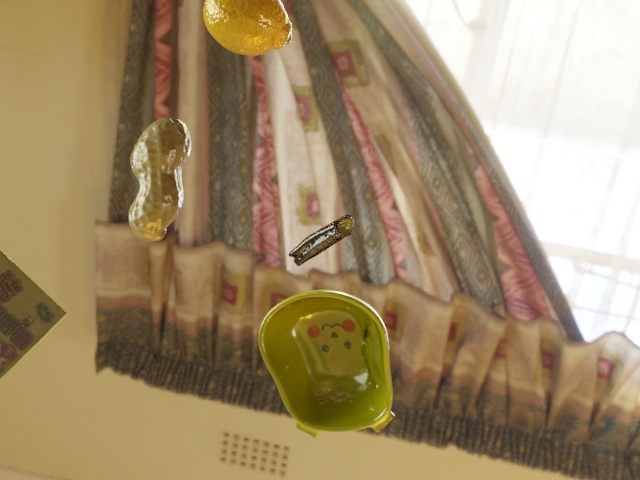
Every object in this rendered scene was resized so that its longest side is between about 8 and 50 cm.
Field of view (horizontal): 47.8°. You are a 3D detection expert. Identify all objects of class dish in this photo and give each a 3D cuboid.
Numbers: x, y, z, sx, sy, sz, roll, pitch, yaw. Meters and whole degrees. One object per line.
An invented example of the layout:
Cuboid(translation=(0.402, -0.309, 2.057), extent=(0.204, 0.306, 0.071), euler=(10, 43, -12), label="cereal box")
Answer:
Cuboid(translation=(0.026, 0.194, 1.236), extent=(0.221, 0.263, 0.108), euler=(-11, -166, 19), label="dish")

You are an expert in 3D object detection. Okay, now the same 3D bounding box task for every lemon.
Cuboid(translation=(-0.140, -0.425, 1.381), extent=(0.187, 0.142, 0.142), euler=(29, -158, -9), label="lemon")

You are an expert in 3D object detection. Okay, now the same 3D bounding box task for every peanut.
Cuboid(translation=(-0.388, -0.146, 1.718), extent=(0.136, 0.299, 0.120), euler=(8, -179, 7), label="peanut")

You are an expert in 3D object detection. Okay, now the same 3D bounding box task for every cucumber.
Cuboid(translation=(0.001, -0.001, 1.134), extent=(0.033, 0.134, 0.034), euler=(45, -138, -17), label="cucumber")

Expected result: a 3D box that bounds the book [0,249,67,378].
Cuboid(translation=(-0.524, 0.127, 1.125), extent=(0.168, 0.192, 0.013), euler=(43, 167, 1), label="book")
